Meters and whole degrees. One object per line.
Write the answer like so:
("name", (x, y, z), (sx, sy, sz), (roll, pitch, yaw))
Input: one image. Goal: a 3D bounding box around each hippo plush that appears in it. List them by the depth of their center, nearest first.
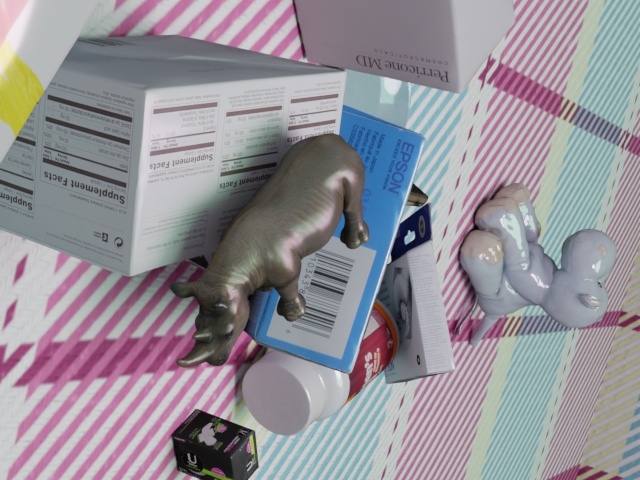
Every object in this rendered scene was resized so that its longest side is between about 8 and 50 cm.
("hippo plush", (0.383, 0.058, 2.061), (0.234, 0.237, 0.294), (33, 75, -63))

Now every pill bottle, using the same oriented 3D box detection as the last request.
("pill bottle", (0.002, 0.156, 1.517), (0.221, 0.121, 0.121), (-34, 133, -53))

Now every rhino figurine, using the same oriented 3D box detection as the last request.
("rhino figurine", (-0.041, 0.009, 0.941), (0.243, 0.073, 0.106), (-50, 147, -29))

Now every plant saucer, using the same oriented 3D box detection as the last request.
("plant saucer", (0.059, -0.189, 1.513), (0.195, 0.037, 0.194), (-20, 114, -57))

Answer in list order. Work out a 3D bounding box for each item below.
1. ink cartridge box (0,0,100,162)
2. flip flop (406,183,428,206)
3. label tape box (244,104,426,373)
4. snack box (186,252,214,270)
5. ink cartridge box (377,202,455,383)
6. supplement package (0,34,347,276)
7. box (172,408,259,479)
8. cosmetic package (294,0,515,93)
("ink cartridge box", (-0.277, -0.162, 0.637), (0.384, 0.279, 0.160), (-64, 153, -19))
("flip flop", (0.047, -0.054, 1.524), (0.080, 0.112, 0.277), (-57, 164, 26))
("label tape box", (0.000, 0.000, 1.264), (0.334, 0.106, 0.240), (171, -62, -83))
("snack box", (-0.116, 0.003, 1.301), (0.064, 0.022, 0.178), (-71, 158, -7))
("ink cartridge box", (0.116, 0.078, 1.616), (0.223, 0.045, 0.223), (135, -52, -75))
("supplement package", (-0.139, -0.085, 1.005), (0.262, 0.204, 0.145), (-15, 117, -54))
("box", (-0.120, 0.244, 1.372), (0.052, 0.083, 0.062), (-45, 141, -44))
("cosmetic package", (0.076, -0.366, 1.272), (0.156, 0.217, 0.385), (-52, 144, -36))
